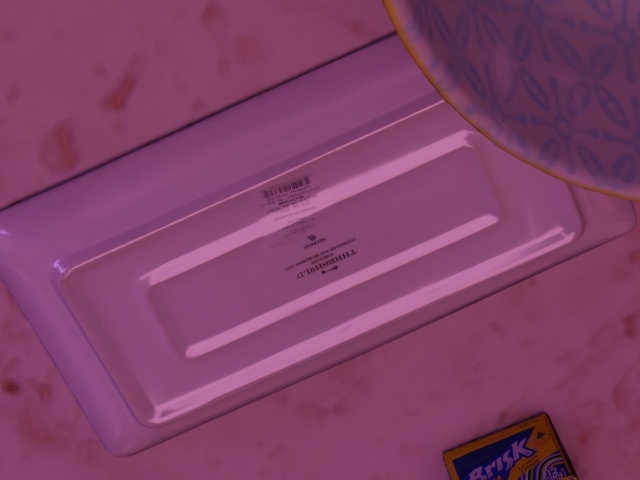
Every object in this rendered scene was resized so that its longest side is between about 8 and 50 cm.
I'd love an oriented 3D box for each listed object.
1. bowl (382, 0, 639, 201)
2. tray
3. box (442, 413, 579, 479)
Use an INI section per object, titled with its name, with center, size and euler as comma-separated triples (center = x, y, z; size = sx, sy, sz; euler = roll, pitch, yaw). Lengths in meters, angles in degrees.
[bowl]
center = 0.140, -0.171, 0.645
size = 0.289, 0.156, 0.289
euler = -5, 122, -9
[tray]
center = 0.000, 0.000, 0.793
size = 0.270, 0.030, 0.145
euler = -24, 120, 4
[box]
center = 0.117, 0.171, 0.899
size = 0.059, 0.054, 0.169
euler = -22, 122, 3
